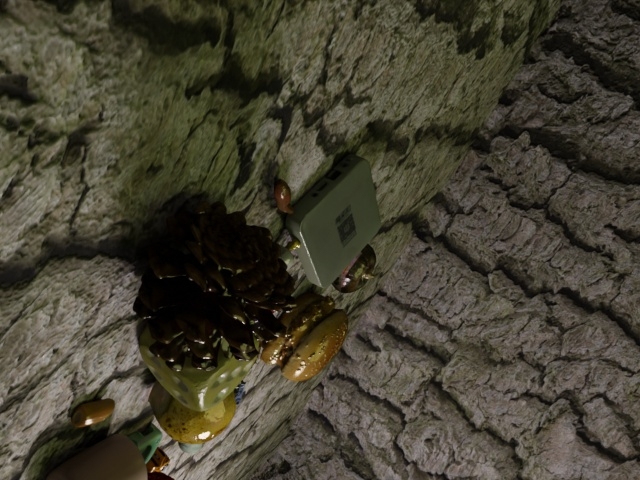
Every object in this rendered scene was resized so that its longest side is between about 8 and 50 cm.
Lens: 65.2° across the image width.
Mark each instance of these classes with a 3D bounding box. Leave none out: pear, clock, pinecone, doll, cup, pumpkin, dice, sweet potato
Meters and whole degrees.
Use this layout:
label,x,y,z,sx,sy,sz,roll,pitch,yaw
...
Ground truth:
label,x,y,z,sx,sy,sz,roll,pitch,yaw
pear,-0.369,0.462,1.503,0.271,0.271,0.271,-46,160,-22
clock,-0.611,0.684,1.595,0.159,0.066,0.211,-58,160,13
pinecone,-0.254,0.128,1.102,0.384,0.384,0.384,-46,160,-22
doll,-0.173,0.104,1.551,0.293,0.119,0.138,-44,-178,-27
cup,-0.638,0.672,1.372,0.252,0.192,0.200,-26,172,30
pumpkin,0.165,0.127,2.293,0.260,0.189,0.260,-47,162,-21
dice,-0.320,0.291,1.333,0.227,0.238,0.233,-41,157,-35
sweet potato,-0.104,-0.115,1.449,0.050,0.050,0.214,-49,165,-13

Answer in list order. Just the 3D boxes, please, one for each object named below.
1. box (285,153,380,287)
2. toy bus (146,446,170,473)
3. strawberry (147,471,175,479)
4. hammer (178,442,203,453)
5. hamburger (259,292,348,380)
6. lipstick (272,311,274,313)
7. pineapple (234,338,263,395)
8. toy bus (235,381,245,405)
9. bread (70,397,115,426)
label,x,y,z,sx,sy,sz,roll,pitch,yaw
box,0.056,-0.065,1.733,0.367,0.090,0.373,-46,141,-25
toy bus,-0.631,0.822,1.762,0.194,0.083,0.088,-45,159,-22
strawberry,-0.593,0.887,1.560,0.345,0.317,0.295,-31,123,-26
hammer,-0.434,0.684,1.978,0.305,0.113,0.202,-42,162,-45
hamburger,-0.035,0.385,2.170,0.445,0.268,0.287,-36,151,-40
lipstick,-0.183,0.223,1.693,0.073,0.073,0.280,-36,172,-42
pineapple,-0.294,0.419,1.690,0.158,0.157,0.279,11,98,-70
toy bus,-0.408,0.597,1.837,0.292,0.125,0.133,-22,138,-61
bread,-0.578,0.441,1.273,0.062,0.049,0.103,-56,160,5
